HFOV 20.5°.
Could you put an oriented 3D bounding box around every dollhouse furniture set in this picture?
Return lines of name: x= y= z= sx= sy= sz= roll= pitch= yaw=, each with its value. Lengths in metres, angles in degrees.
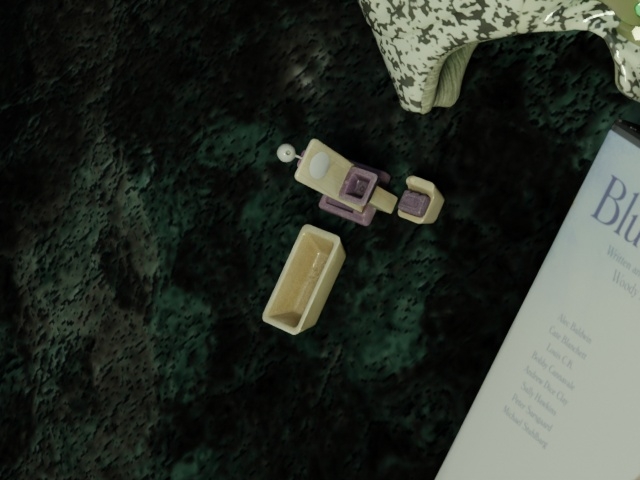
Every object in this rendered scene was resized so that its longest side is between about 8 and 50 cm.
dollhouse furniture set: x=0.000 y=0.000 z=1.038 sx=0.091 sy=0.081 sz=0.114 roll=22 pitch=86 yaw=41

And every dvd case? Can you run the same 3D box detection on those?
dvd case: x=0.156 y=0.089 z=0.878 sx=0.180 sy=0.022 sz=0.253 roll=40 pitch=112 yaw=43

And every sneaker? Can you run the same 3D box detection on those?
sneaker: x=0.187 y=-0.172 z=0.961 sx=0.410 sy=0.158 sz=0.182 roll=-13 pitch=96 yaw=32
